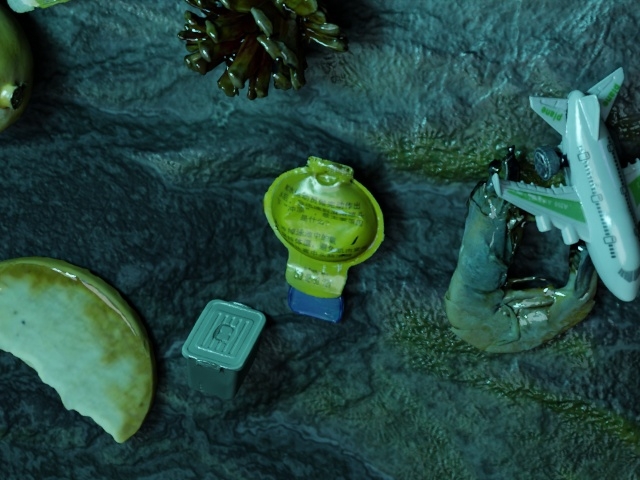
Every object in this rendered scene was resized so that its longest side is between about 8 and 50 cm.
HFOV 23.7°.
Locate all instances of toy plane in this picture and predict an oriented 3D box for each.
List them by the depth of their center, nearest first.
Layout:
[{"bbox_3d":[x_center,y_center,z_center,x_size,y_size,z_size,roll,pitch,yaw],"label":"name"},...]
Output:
[{"bbox_3d":[0.312,-0.056,1.707,0.251,0.101,0.255,-17,102,-13],"label":"toy plane"}]

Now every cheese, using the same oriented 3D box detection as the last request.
[{"bbox_3d":[0.000,0.000,1.882,0.156,0.064,0.250,16,129,11],"label":"cheese"}]

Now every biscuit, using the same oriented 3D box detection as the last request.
[{"bbox_3d":[-0.339,0.125,2.064,0.309,0.040,0.204,37,121,-3],"label":"biscuit"}]

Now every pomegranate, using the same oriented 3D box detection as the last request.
[{"bbox_3d":[-0.436,-0.211,1.851,0.191,0.191,0.191,7,117,14],"label":"pomegranate"}]

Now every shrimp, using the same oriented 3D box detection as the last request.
[{"bbox_3d":[0.248,0.026,1.814,0.178,0.075,0.289,12,118,3],"label":"shrimp"}]

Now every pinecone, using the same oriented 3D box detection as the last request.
[{"bbox_3d":[-0.071,-0.245,1.731,0.195,0.150,0.179,-21,118,31],"label":"pinecone"}]

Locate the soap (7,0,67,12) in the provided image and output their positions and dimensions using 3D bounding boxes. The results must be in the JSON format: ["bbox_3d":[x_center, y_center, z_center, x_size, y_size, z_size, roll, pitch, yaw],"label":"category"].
[{"bbox_3d":[-0.275,-0.359,1.783,0.233,0.076,0.135,-12,112,23],"label":"soap"}]

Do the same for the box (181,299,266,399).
[{"bbox_3d":[-0.124,0.142,1.963,0.084,0.122,0.069,16,131,11],"label":"box"}]
